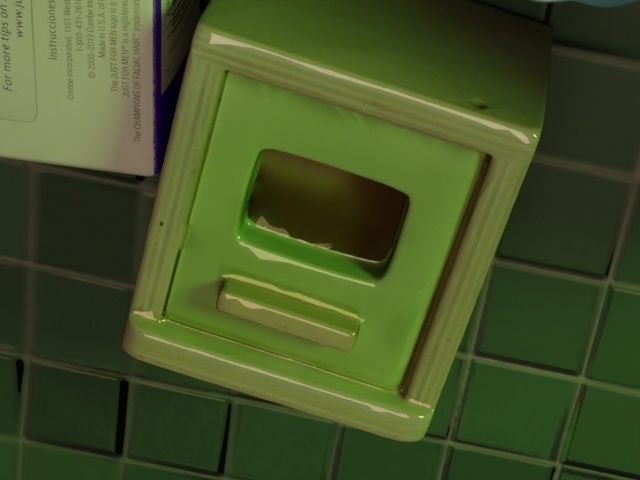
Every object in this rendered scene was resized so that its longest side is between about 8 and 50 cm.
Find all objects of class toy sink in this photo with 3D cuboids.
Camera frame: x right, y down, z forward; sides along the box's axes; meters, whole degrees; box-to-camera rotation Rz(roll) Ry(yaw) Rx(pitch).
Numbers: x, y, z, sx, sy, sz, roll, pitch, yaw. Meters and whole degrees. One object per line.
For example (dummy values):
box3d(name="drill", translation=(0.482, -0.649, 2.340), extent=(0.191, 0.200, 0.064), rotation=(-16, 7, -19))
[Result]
box3d(name="toy sink", translation=(0.000, 0.000, 0.722), extent=(0.153, 0.131, 0.234), rotation=(18, 123, 0))

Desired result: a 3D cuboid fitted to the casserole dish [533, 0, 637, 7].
box3d(name="casserole dish", translation=(0.103, -0.190, 0.645), extent=(0.114, 0.037, 0.188), rotation=(-18, 116, 20))

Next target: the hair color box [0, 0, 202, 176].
box3d(name="hair color box", translation=(-0.226, -0.150, 0.691), extent=(0.339, 0.110, 0.185), rotation=(7, 123, 4))
